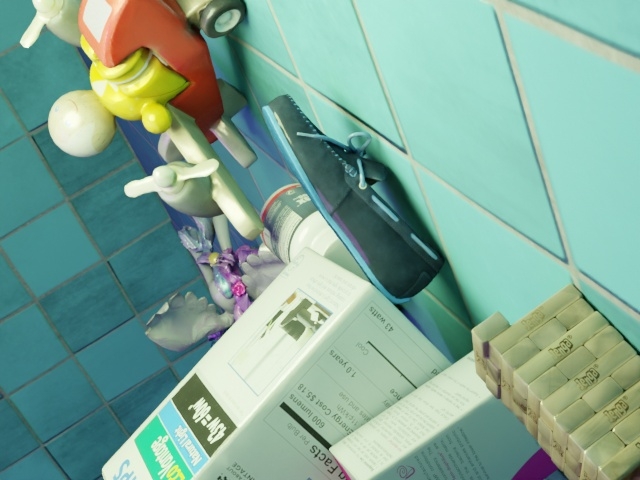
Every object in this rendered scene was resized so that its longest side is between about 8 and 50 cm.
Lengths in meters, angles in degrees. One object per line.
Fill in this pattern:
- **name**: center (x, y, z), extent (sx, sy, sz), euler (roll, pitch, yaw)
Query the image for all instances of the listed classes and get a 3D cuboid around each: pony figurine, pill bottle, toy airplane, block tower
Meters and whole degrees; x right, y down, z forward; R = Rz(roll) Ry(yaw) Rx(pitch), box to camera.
- **pony figurine**: center (-0.164, 0.103, 2.111), extent (0.351, 0.303, 0.363), euler (61, -174, -51)
- **pill bottle**: center (0.000, 0.000, 1.427), extent (0.180, 0.108, 0.108), euler (38, 158, 58)
- **toy airplane**: center (-0.229, -0.193, 1.461), extent (0.384, 0.272, 0.386), euler (62, 168, -24)
- **block tower**: center (0.257, 0.179, 0.858), extent (0.335, 0.097, 0.091), euler (49, 166, 31)

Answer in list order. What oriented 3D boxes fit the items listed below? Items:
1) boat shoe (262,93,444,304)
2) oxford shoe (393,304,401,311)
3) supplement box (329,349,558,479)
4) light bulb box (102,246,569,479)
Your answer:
- **boat shoe**: center (0.036, -0.055, 1.194), extent (0.258, 0.089, 0.109), euler (55, 179, -9)
- **oxford shoe**: center (0.015, 0.093, 1.431), extent (0.083, 0.227, 0.096), euler (-48, 61, 38)
- **supplement box**: center (0.138, 0.205, 1.102), extent (0.111, 0.220, 0.114), euler (61, 168, -16)
- **light bulb box**: center (0.012, 0.267, 1.251), extent (0.358, 0.361, 0.225), euler (45, 174, -20)
